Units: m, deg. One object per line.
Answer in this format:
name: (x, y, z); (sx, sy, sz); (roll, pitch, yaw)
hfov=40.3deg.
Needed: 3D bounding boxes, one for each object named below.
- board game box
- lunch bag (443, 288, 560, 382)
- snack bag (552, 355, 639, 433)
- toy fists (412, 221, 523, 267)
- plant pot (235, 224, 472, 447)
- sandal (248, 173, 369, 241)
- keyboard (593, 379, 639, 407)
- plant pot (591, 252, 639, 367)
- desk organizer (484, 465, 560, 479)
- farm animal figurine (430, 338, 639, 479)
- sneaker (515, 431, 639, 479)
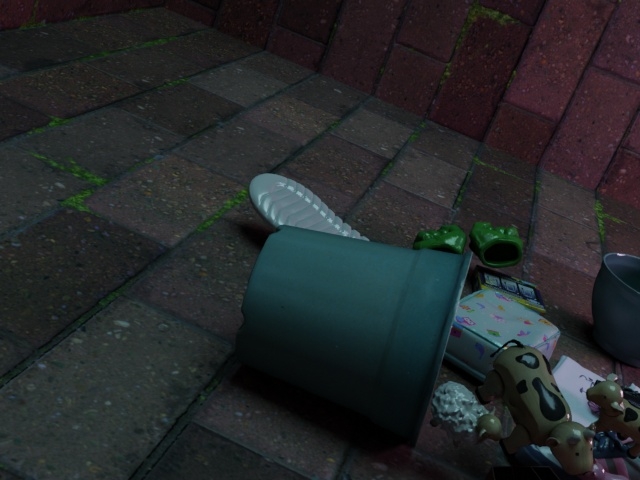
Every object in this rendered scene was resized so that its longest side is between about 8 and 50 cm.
board game box: (0.463, 0.134, 2.164); (0.170, 0.048, 0.141); (19, 25, -3)
lunch bag: (0.368, 0.204, 1.848); (0.224, 0.108, 0.279); (27, 21, 27)
snack bag: (0.613, 0.362, 1.803); (0.342, 0.037, 0.323); (31, 25, 22)
toy fists: (0.374, 0.011, 2.218); (0.279, 0.096, 0.142); (-5, 15, 2)
plant pot: (0.051, 0.137, 1.485); (0.334, 0.341, 0.341); (16, 22, 8)
sandal: (-0.007, 0.007, 1.990); (0.416, 0.102, 0.169); (37, 40, 6)
keyboard: (0.652, 0.344, 1.803); (0.180, 0.023, 0.108); (24, 30, 4)
plant pot: (0.788, 0.188, 2.132); (0.293, 0.196, 0.293); (17, 23, -8)
desk organizer: (0.333, 0.407, 1.441); (0.130, 0.050, 0.047); (8, 26, -28)
farm animal figurine: (0.386, 0.293, 1.391); (0.330, 0.172, 0.327); (-28, 69, -31)
sneaker: (0.499, 0.371, 1.553); (0.318, 0.131, 0.112); (15, 31, -12)
